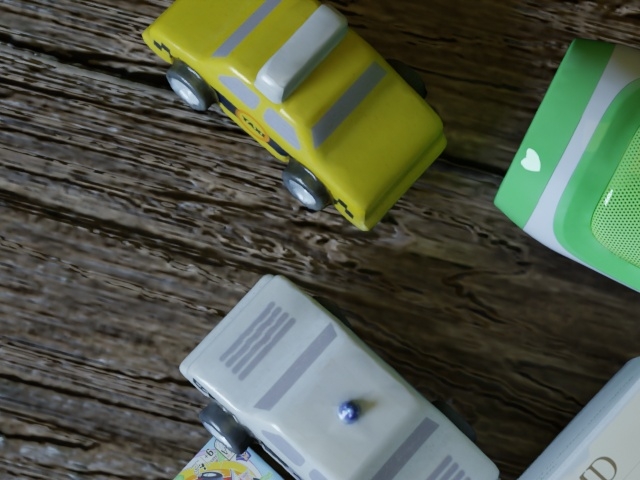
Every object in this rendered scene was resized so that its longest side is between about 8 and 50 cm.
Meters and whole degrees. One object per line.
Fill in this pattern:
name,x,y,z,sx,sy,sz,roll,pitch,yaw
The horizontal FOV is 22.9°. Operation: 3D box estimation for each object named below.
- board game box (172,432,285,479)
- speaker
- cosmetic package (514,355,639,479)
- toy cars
board game box,-0.070,0.198,0.917,0.103,0.026,0.154,41,83,6
speaker,0.255,-0.004,0.900,0.296,0.131,0.131,26,81,5
cosmetic package,0.249,0.248,0.843,0.365,0.155,0.197,41,86,6
toy cars,0.000,0.000,0.906,0.176,0.087,0.393,-6,76,-6
